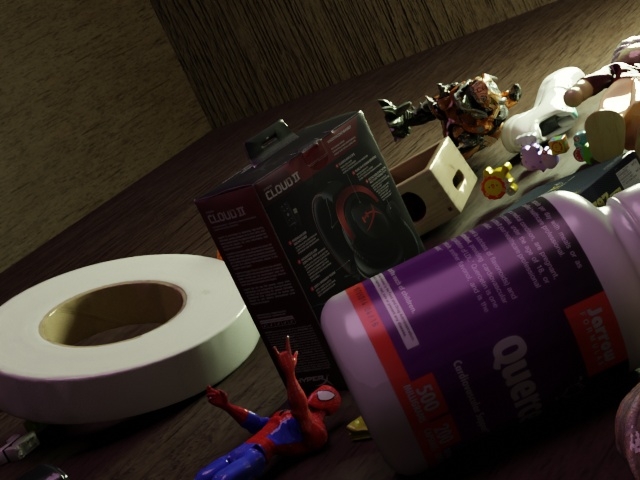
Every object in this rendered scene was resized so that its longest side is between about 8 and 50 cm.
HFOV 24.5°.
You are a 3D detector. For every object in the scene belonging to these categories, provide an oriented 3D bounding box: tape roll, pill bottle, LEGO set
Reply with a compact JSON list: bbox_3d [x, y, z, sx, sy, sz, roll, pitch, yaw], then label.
[{"bbox_3d":[-0.276,0.127,2.022,0.392,0.072,0.392,-8,22,3],"label":"tape roll"},{"bbox_3d":[0.174,0.072,1.347,0.323,0.181,0.181,-26,12,0],"label":"pill bottle"},{"bbox_3d":[-0.370,0.216,2.055,0.093,0.087,0.227,-14,18,41],"label":"LEGO set"}]

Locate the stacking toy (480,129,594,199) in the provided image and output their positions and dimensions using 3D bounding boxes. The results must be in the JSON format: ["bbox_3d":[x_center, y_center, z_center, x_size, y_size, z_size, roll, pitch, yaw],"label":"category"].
[{"bbox_3d":[0.357,-0.127,2.136,0.221,0.052,0.167,-14,15,30],"label":"stacking toy"}]

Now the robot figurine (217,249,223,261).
[{"bbox_3d":[-0.068,0.011,2.212,0.128,0.158,0.219,3,27,33],"label":"robot figurine"}]

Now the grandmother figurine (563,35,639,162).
[{"bbox_3d":[0.449,-0.204,2.059,0.207,0.104,0.342,18,29,3],"label":"grandmother figurine"}]

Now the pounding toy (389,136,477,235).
[{"bbox_3d":[0.112,-0.037,2.163,0.206,0.094,0.181,-29,14,28],"label":"pounding toy"}]

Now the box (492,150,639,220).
[{"bbox_3d":[0.266,-0.015,1.774,0.232,0.059,0.183,-34,6,-36],"label":"box"}]

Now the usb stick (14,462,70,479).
[{"bbox_3d":[-0.409,0.345,1.693,0.278,0.045,0.077,-32,21,-29],"label":"usb stick"}]

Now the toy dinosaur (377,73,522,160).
[{"bbox_3d":[0.232,-0.181,2.408,0.218,0.164,0.322,-25,-31,2],"label":"toy dinosaur"}]

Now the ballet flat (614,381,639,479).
[{"bbox_3d":[0.289,0.131,1.126,0.316,0.107,0.106,-31,-7,-48],"label":"ballet flat"}]

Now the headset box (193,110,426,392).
[{"bbox_3d":[0.000,0.000,1.733,0.110,0.293,0.218,-13,18,44],"label":"headset box"}]

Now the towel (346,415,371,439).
[{"bbox_3d":[0.123,0.137,1.556,0.102,0.021,0.237,-17,15,39],"label":"towel"}]

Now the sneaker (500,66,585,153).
[{"bbox_3d":[0.386,-0.209,2.379,0.094,0.080,0.212,-2,35,50],"label":"sneaker"}]

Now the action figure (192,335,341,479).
[{"bbox_3d":[-0.097,0.198,1.489,0.280,0.139,0.091,-30,14,-31],"label":"action figure"}]
